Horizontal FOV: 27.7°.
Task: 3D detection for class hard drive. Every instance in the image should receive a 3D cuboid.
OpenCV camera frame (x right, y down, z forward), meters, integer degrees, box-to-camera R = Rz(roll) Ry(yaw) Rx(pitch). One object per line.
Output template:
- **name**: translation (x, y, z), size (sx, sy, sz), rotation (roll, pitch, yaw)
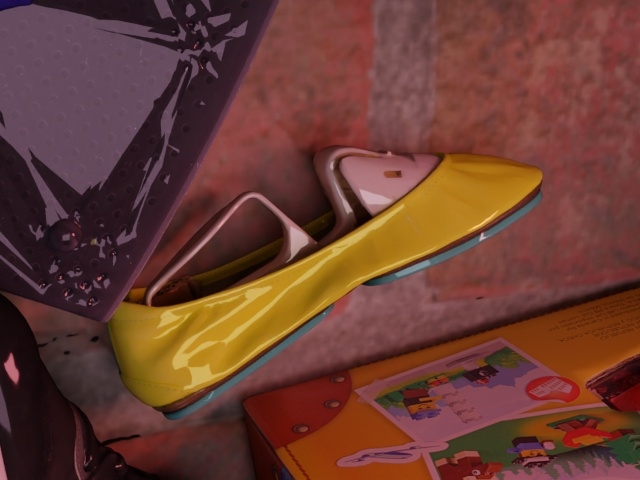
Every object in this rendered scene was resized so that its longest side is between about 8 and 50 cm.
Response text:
- **hard drive**: translation (-0.110, -0.105, 0.543), size (0.172, 0.054, 0.255), rotation (21, 102, -28)

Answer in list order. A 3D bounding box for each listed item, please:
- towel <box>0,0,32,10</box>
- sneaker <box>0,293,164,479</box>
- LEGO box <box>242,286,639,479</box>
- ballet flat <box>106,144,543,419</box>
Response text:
- **towel**: translation (-0.262, -0.164, 0.423), size (0.308, 0.076, 0.228), rotation (-11, 106, -7)
- **sneaker**: translation (-0.110, 0.132, 0.625), size (0.124, 0.107, 0.283), rotation (-21, 125, -25)
- **LEGO box**: translation (0.235, 0.222, 0.743), size (0.500, 0.193, 0.373), rotation (-14, 116, -18)
- **ballet flat**: translation (0.000, 0.000, 0.627), size (0.231, 0.077, 0.077), rotation (-30, 102, -8)
